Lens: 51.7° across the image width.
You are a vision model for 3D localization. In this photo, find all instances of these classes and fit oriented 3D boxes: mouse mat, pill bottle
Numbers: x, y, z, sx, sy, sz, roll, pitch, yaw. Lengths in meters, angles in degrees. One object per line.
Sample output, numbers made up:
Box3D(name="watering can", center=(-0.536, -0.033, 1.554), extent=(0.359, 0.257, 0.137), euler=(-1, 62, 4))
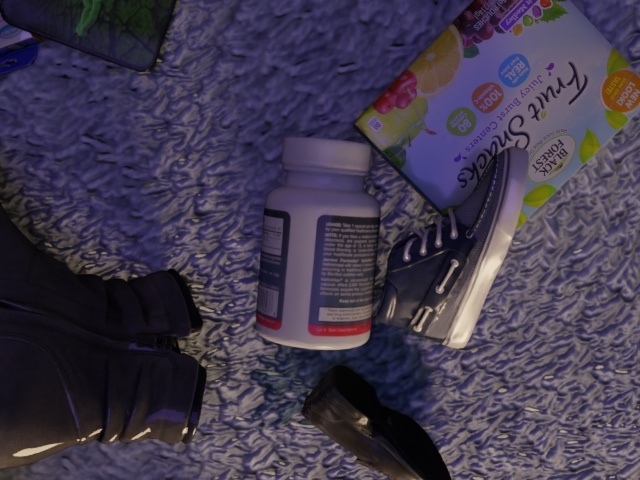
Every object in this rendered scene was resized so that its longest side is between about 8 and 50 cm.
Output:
Box3D(name="mouse mat", center=(-0.202, -0.270, 0.623), extent=(0.152, 0.007, 0.190), euler=(19, 90, -5))
Box3D(name="pill bottle", center=(0.000, 0.000, 0.604), extent=(0.107, 0.108, 0.180), euler=(5, 95, 1))

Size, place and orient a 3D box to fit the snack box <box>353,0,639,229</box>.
Box3D(name="snack box", center=(0.162, -0.119, 0.605), extent=(0.207, 0.070, 0.174), euler=(-44, 94, 7))

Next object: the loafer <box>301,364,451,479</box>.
Box3D(name="loafer", center=(0.057, 0.198, 0.651), extent=(0.170, 0.062, 0.061), euler=(44, 117, 1))

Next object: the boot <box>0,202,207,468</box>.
Box3D(name="boot", center=(-0.239, 0.044, 0.609), extent=(0.222, 0.118, 0.338), euler=(-4, 60, -29))

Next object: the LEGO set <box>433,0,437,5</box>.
Box3D(name="LEGO set", center=(0.105, -0.250, 0.619), extent=(0.083, 0.023, 0.054), euler=(-10, 95, 3))

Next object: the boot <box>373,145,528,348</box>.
Box3D(name="boot", center=(0.106, 0.004, 0.557), extent=(0.086, 0.069, 0.190), euler=(15, 115, 3))

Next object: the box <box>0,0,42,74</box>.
Box3D(name="box", center=(-0.326, -0.230, 0.634), extent=(0.081, 0.028, 0.136), euler=(-18, 92, 3))
